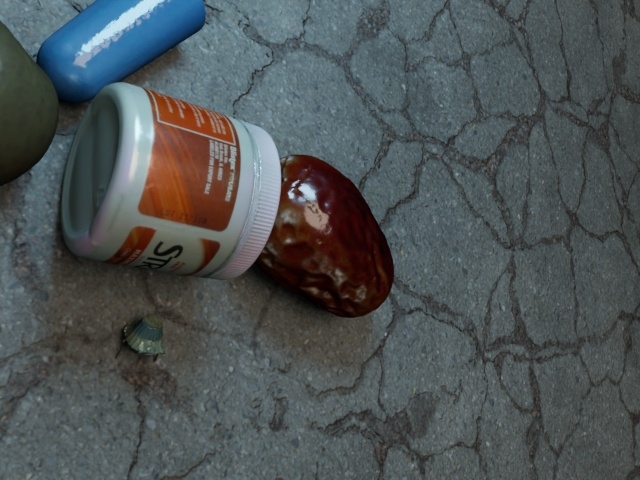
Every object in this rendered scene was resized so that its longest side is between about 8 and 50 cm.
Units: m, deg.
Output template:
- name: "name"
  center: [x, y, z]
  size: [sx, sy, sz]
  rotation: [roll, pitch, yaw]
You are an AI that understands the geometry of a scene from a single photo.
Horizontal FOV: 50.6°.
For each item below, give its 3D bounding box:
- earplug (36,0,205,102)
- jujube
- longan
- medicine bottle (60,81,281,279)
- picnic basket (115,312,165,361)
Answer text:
- name: "earplug"
  center: [-0.316, -0.312, 1.044]
  size: [0.132, 0.132, 0.273]
  rotation: [52, 59, -19]
- name: "jujube"
  center: [0.000, 0.000, 1.195]
  size: [0.318, 0.223, 0.223]
  rotation: [48, 56, -30]
- name: "longan"
  center: [-0.450, -0.176, 0.853]
  size: [0.248, 0.248, 0.248]
  rotation: [8, 78, -37]
- name: "medicine bottle"
  center: [-0.222, -0.079, 0.990]
  size: [0.241, 0.253, 0.252]
  rotation: [12, 75, -36]
- name: "picnic basket"
  center: [-0.272, 0.153, 1.039]
  size: [0.065, 0.083, 0.083]
  rotation: [6, 122, -38]
